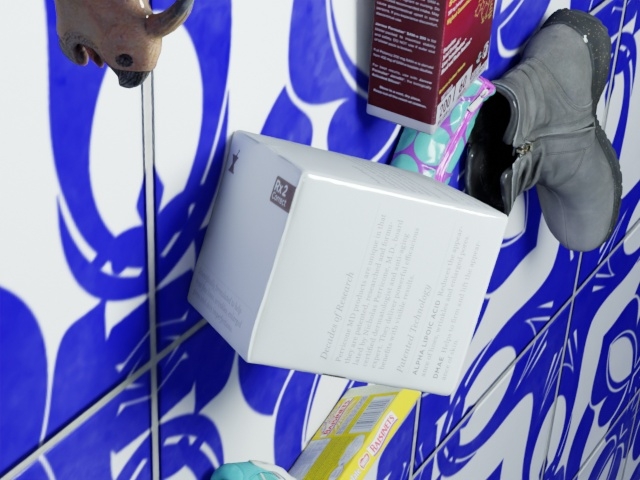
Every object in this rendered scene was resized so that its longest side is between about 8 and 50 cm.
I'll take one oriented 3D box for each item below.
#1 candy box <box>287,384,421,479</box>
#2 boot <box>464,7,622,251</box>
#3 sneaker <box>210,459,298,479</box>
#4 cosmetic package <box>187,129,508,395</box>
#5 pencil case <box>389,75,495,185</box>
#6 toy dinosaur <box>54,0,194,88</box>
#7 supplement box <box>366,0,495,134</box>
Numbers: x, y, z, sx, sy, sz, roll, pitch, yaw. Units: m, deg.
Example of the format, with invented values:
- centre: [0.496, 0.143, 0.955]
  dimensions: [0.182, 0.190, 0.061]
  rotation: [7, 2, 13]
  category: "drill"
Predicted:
- centre: [0.013, 0.223, 1.396]
  dimensions: [0.027, 0.105, 0.206]
  rotation: [48, 57, -16]
  category: "candy box"
- centre: [0.245, -0.081, 1.627]
  dimensions: [0.223, 0.118, 0.338]
  rotation: [-45, 135, -35]
  category: "boot"
- centre: [-0.107, 0.328, 1.274]
  dimensions: [0.110, 0.107, 0.275]
  rotation: [28, 80, -44]
  category: "sneaker"
- centre: [0.017, 0.016, 1.102]
  dimensions: [0.183, 0.151, 0.152]
  rotation: [12, 100, -25]
  category: "cosmetic package"
- centre: [0.115, -0.099, 1.379]
  dimensions: [0.064, 0.070, 0.152]
  rotation: [28, 84, -39]
  category: "pencil case"
- centre: [-0.157, -0.214, 0.618]
  dimensions: [0.127, 0.200, 0.296]
  rotation: [-60, 152, -18]
  category: "toy dinosaur"
- centre: [0.104, -0.229, 1.234]
  dimensions: [0.130, 0.073, 0.239]
  rotation: [-51, 153, -42]
  category: "supplement box"
